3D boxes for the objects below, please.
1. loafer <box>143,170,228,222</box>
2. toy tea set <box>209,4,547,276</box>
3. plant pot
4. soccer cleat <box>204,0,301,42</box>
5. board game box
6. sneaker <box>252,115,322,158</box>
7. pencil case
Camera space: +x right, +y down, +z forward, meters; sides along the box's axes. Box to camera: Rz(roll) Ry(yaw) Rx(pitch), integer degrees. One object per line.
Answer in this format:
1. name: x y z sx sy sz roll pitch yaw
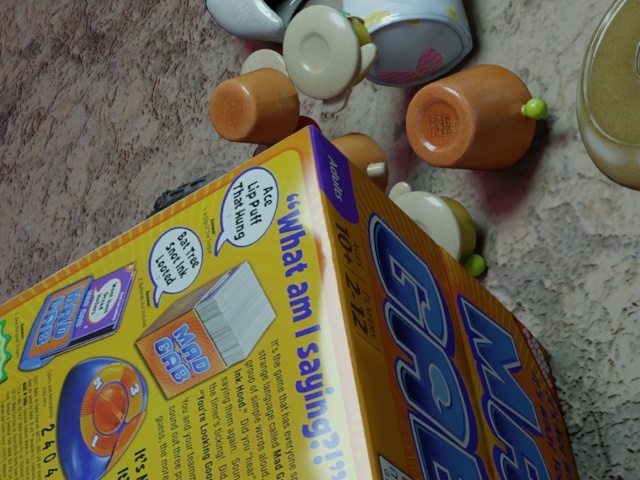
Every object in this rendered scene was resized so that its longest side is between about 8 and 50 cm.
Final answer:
1. loafer: -0.117 -0.022 1.971 0.267 0.096 0.084 -179 106 -77
2. toy tea set: 0.056 -0.109 1.817 0.336 0.124 0.200 35 118 29
3. plant pot: 0.300 -0.155 1.654 0.236 0.032 0.236 -30 45 35
4. soccer cleat: -0.002 -0.358 2.112 0.143 0.116 0.331 27 90 38
5. board game box: -0.030 0.211 1.479 0.356 0.356 0.356 -29 45 20
6. sneaker: 0.000 0.000 1.884 0.118 0.107 0.279 -15 57 23
7. pencil case: 0.066 -0.282 1.927 0.113 0.124 0.273 115 150 -53
